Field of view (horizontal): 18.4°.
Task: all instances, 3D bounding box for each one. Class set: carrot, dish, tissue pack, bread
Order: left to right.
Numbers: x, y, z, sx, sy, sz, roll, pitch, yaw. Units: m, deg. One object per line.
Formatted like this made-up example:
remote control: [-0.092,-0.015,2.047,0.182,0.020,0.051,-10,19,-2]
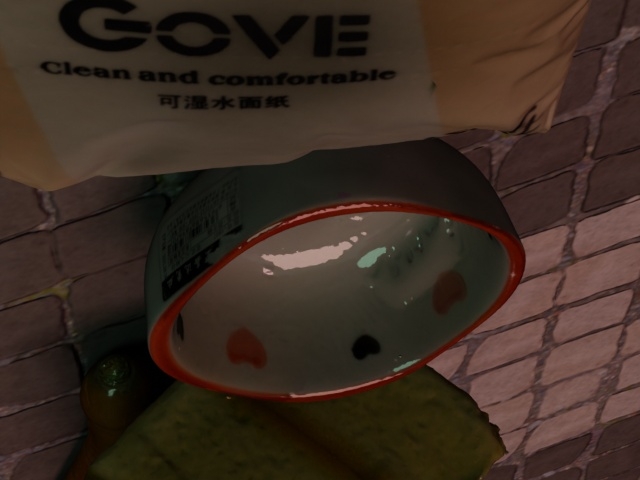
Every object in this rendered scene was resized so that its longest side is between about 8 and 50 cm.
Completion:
carrot: [-0.167,0.161,1.577,0.066,0.062,0.271,-48,169,-28]
tissue pack: [-0.033,-0.169,0.958,0.375,0.195,0.390,-5,151,-4]
bread: [-0.035,0.225,1.549,0.233,0.245,0.361,-48,166,-26]
dish: [0.000,0.000,1.329,0.256,0.117,0.256,-10,148,-7]
